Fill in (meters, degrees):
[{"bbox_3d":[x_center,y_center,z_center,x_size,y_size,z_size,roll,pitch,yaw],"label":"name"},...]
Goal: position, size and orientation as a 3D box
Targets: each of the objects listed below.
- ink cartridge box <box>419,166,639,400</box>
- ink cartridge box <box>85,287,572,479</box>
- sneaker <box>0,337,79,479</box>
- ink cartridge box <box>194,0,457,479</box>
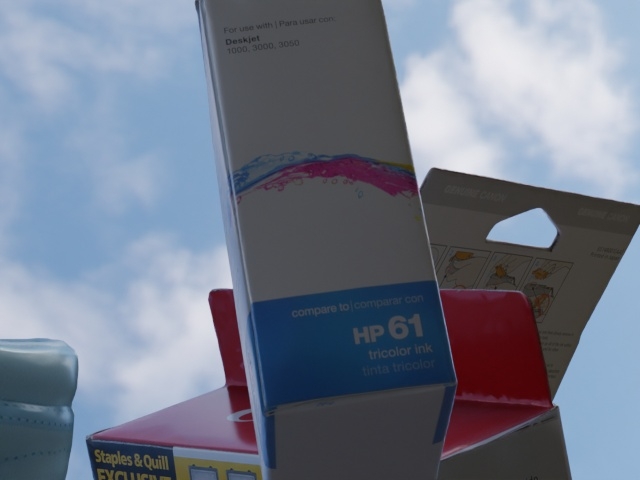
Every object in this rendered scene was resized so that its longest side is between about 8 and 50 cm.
[{"bbox_3d":[0.103,0.061,1.468,0.296,0.066,0.261,8,-69,-48],"label":"ink cartridge box"},{"bbox_3d":[0.004,0.173,1.151,0.130,0.309,0.271,-18,-80,-41],"label":"ink cartridge box"},{"bbox_3d":[-0.225,0.004,0.529,0.366,0.135,0.150,35,-113,-35],"label":"sneaker"},{"bbox_3d":[0.000,0.000,0.514,0.052,0.088,0.122,-9,-113,-4],"label":"ink cartridge box"}]
